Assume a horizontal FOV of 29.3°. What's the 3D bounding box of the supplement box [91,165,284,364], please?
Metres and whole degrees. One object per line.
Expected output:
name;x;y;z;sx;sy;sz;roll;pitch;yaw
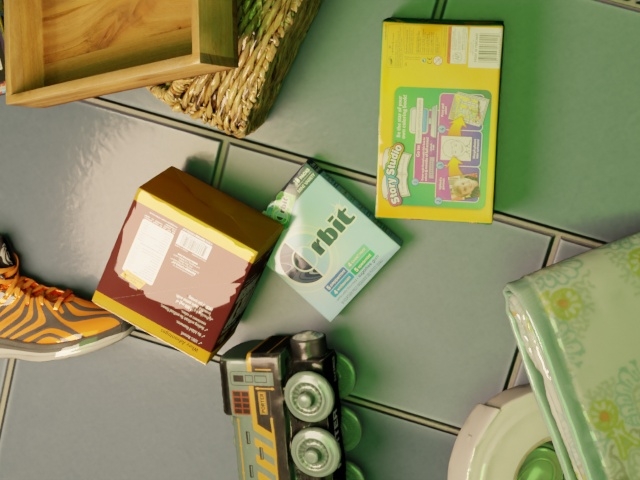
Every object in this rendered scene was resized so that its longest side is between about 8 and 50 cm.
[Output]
supplement box;-0.188;0.033;1.744;0.191;0.129;0.194;28;112;5

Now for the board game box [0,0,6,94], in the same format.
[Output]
board game box;-0.531;-0.273;1.809;0.170;0.048;0.141;-11;98;12

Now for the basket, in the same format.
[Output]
basket;-0.132;-0.314;1.649;0.223;0.213;0.299;28;105;2

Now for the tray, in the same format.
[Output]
tray;-0.274;-0.302;1.624;0.411;0.076;0.202;-4;88;43

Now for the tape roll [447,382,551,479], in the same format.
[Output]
tape roll;0.326;0.342;1.724;0.286;0.100;0.286;0;87;-9

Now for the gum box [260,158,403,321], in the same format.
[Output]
gum box;0.000;0.000;1.785;0.184;0.041;0.157;41;106;-2

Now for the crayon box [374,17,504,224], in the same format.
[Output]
crayon box;0.165;-0.166;1.701;0.165;0.081;0.278;4;103;9

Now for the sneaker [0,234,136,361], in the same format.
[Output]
sneaker;-0.440;0.082;1.833;0.321;0.124;0.180;-4;103;10

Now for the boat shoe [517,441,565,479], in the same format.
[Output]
boat shoe;0.291;0.418;1.807;0.095;0.084;0.258;21;104;5

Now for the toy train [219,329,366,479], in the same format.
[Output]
toy train;-0.043;0.293;1.816;0.190;0.142;0.333;0;104;22

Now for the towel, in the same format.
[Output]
towel;0.450;0.180;1.662;0.321;0.090;0.374;-20;91;-14
